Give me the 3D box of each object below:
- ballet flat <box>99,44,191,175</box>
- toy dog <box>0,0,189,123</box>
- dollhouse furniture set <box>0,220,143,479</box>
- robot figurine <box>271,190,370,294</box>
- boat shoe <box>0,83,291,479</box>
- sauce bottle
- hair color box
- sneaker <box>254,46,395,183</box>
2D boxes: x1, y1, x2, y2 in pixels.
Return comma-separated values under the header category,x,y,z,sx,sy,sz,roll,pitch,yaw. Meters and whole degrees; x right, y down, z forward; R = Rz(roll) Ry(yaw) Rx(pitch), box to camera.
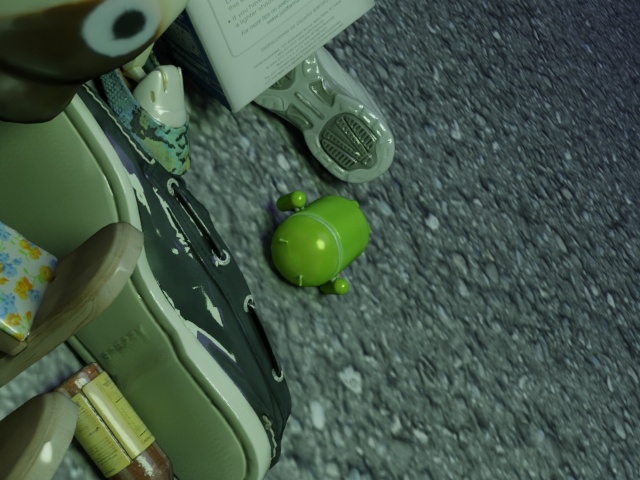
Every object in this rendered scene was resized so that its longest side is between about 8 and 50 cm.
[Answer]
category,x,y,z,sx,sy,sz,roll,pitch,yaw
ballet flat,-0.152,-0.144,0.866,0.188,0.070,0.070,59,34,4
toy dog,-0.243,-0.242,0.544,0.408,0.395,0.284,38,70,-10
dollhouse furniture set,-0.261,0.020,0.420,0.362,0.256,0.394,38,38,-25
robot figurine,0.000,0.000,0.927,0.115,0.067,0.101,-36,103,-56
boat shoe,-0.120,0.012,0.718,0.340,0.127,0.113,56,32,-1
sauce bottle,-0.126,0.140,0.677,0.128,0.042,0.042,56,34,-2
hair color box,-0.084,-0.286,0.819,0.105,0.174,0.347,40,-16,35
sneaker,-0.013,-0.158,1.047,0.232,0.090,0.115,51,16,-5
